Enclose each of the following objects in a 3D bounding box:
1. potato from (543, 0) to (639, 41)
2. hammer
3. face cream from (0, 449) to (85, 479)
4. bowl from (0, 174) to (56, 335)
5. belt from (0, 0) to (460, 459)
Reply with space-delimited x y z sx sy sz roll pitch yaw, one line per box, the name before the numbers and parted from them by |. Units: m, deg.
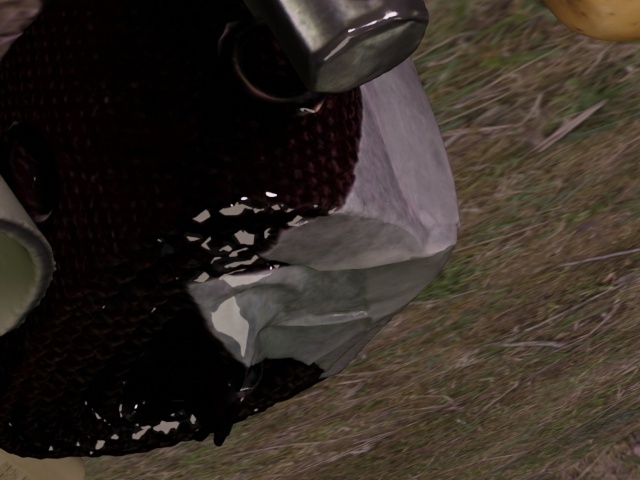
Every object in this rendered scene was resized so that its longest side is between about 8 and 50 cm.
potato | 0.134 -0.140 0.671 0.178 0.118 0.109 -29 -149 -32
hammer | 0.002 -0.163 0.439 0.043 0.111 0.365 -26 162 -15
face cream | -0.242 0.127 1.037 0.173 0.081 0.348 -22 163 -2
bowl | -0.208 -0.005 0.626 0.211 0.112 0.211 -21 164 -6
belt | -0.054 0.005 0.773 0.184 0.164 0.289 -6 158 -23
